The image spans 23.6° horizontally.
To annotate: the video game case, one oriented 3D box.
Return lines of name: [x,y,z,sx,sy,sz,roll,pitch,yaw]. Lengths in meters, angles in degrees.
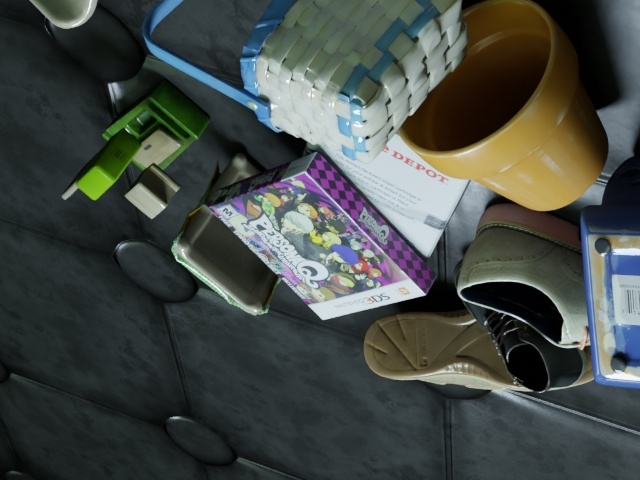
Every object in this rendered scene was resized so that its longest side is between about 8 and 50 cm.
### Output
video game case: [0.000,0.000,1.937,0.232,0.041,0.210,46,145,-22]

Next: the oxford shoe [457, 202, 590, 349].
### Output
oxford shoe: [0.359,0.092,1.887,0.397,0.146,0.140,19,144,17]

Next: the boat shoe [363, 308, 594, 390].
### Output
boat shoe: [0.235,0.144,2.100,0.341,0.121,0.110,2,172,25]

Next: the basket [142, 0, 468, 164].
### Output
basket: [-0.011,-0.229,1.615,0.289,0.255,0.201,37,164,17]

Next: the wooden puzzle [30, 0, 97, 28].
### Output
wooden puzzle: [-0.339,-0.445,1.642,0.322,0.080,0.347,45,136,21]

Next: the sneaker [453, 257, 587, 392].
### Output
sneaker: [0.243,0.101,1.967,0.222,0.118,0.083,45,112,19]

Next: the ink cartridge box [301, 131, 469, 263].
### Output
ink cartridge box: [0.084,-0.091,1.893,0.197,0.114,0.273,29,148,4]

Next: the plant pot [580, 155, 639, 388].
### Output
plant pot: [0.409,0.043,1.654,0.236,0.212,0.235,3,107,34]

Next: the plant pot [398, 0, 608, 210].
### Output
plant pot: [0.217,-0.132,1.686,0.205,0.205,0.188,-5,147,41]

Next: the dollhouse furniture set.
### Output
dollhouse furniture set: [-0.183,-0.036,2.093,0.301,0.197,0.151,41,144,-13]
